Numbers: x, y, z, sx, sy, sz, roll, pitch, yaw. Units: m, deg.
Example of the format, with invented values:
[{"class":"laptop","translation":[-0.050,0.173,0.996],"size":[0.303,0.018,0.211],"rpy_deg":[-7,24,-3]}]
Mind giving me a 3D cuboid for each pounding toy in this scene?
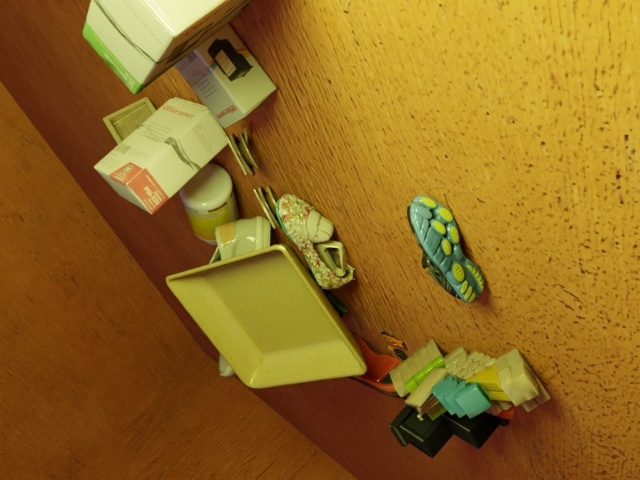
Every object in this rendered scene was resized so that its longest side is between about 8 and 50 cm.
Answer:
[{"class":"pounding toy","translation":[-0.383,-0.231,1.670],"size":[0.130,0.141,0.100],"rpy_deg":[54,166,27]}]

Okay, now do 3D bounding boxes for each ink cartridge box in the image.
[{"class":"ink cartridge box","translation":[-0.309,-0.171,1.464],"size":[0.158,0.218,0.092],"rpy_deg":[25,157,48]},{"class":"ink cartridge box","translation":[-0.170,-0.307,0.919],"size":[0.115,0.198,0.273],"rpy_deg":[51,161,-13]},{"class":"ink cartridge box","translation":[-0.165,-0.274,1.170],"size":[0.175,0.072,0.127],"rpy_deg":[52,160,-15]}]

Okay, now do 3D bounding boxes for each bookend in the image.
[{"class":"bookend","translation":[0.242,0.349,1.424],"size":[0.156,0.157,0.072],"rpy_deg":[24,151,50]}]

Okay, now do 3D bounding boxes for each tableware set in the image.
[{"class":"tableware set","translation":[-0.105,-0.116,1.373],"size":[0.194,0.039,0.128],"rpy_deg":[62,-175,-5]}]

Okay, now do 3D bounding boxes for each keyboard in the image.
[{"class":"keyboard","translation":[-0.011,0.103,1.681],"size":[0.180,0.023,0.108],"rpy_deg":[44,161,6]}]

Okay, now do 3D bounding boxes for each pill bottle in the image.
[{"class":"pill bottle","translation":[-0.245,-0.073,1.680],"size":[0.117,0.117,0.215],"rpy_deg":[40,160,19]}]

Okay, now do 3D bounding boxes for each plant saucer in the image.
[{"class":"plant saucer","translation":[-0.101,0.148,1.532],"size":[0.332,0.081,0.333],"rpy_deg":[-16,118,36]}]

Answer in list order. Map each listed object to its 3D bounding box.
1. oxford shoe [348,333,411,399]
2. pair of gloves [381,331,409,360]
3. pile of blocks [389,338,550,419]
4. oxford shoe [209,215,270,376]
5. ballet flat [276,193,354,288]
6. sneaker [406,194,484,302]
[{"class":"oxford shoe","translation":[0.103,0.295,1.718],"size":[0.271,0.097,0.098],"rpy_deg":[25,157,48]},{"class":"pair of gloves","translation":[0.161,0.227,1.579],"size":[0.074,0.010,0.083],"rpy_deg":[25,152,48]},{"class":"pile of blocks","translation":[0.245,0.263,1.256],"size":[0.113,0.149,0.362],"rpy_deg":[51,160,-11]},{"class":"oxford shoe","translation":[-0.207,0.129,1.709],"size":[0.169,0.130,0.449],"rpy_deg":[-100,19,-52]},{"class":"ballet flat","translation":[0.000,0.000,1.392],"size":[0.077,0.091,0.241],"rpy_deg":[-4,139,27]},{"class":"sneaker","translation":[0.165,0.017,1.058],"size":[0.078,0.067,0.188],"rpy_deg":[12,144,50]}]
